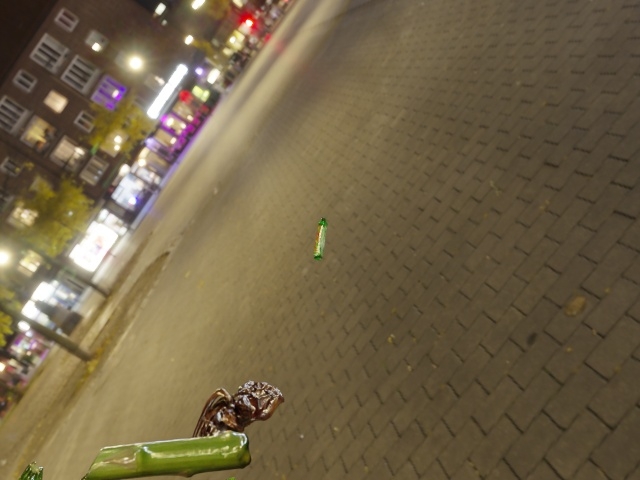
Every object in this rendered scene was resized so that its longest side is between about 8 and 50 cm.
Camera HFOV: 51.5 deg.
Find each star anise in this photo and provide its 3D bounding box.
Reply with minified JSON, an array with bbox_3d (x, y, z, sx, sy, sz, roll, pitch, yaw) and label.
[{"bbox_3d":[-0.200,0.403,1.549,0.190,0.126,0.220,-16,16,49],"label":"star anise"}]

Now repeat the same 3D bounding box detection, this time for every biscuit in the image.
[{"bbox_3d":[0.000,0.000,1.372,0.046,0.016,0.089,55,-138,-74],"label":"biscuit"}]

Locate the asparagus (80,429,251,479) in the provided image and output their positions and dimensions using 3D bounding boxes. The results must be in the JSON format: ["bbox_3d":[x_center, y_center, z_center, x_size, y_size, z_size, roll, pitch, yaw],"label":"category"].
[{"bbox_3d":[-0.254,0.364,1.113,0.060,0.277,0.067,-124,43,-55],"label":"asparagus"}]

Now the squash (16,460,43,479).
[{"bbox_3d":[-0.507,0.506,1.130,0.069,0.069,0.258,-134,51,-74],"label":"squash"}]

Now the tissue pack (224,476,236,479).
[{"bbox_3d":[-0.212,0.657,1.435,0.173,0.236,0.073,-30,-13,11],"label":"tissue pack"}]
